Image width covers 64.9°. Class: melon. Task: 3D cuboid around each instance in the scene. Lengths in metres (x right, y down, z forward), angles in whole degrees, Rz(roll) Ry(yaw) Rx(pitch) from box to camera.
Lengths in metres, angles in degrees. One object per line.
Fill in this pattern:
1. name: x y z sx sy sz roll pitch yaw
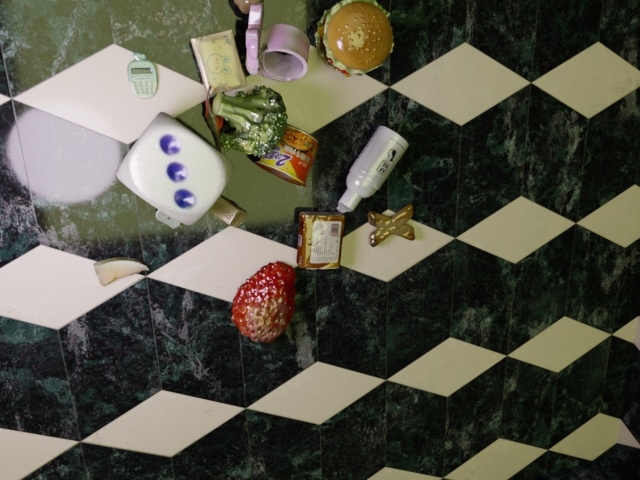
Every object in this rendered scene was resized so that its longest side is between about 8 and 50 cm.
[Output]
1. melon: -0.736 0.100 1.860 0.183 0.054 0.097 -20 117 -11

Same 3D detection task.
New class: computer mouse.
1. computer mouse: -0.563 -0.085 1.871 0.056 0.032 0.110 -49 124 2

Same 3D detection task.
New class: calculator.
1. calculator: -0.609 -0.562 1.720 0.095 0.021 0.152 -8 108 -16

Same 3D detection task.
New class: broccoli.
1. broccoli: -0.238 -0.406 1.730 0.260 0.288 0.235 -22 110 -33

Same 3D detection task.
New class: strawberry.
1. strawberry: -0.206 0.251 2.020 0.265 0.149 0.335 25 96 -21

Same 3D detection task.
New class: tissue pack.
1. tissue pack: 0.000 0.000 2.041 0.184 0.092 0.225 1 107 -18
2. tissue pack: -0.352 -0.616 1.747 0.149 0.092 0.196 -18 110 -11

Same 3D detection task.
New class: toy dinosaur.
1. toy dinosaur: -0.374 -0.417 1.790 0.056 0.101 0.279 -6 138 7

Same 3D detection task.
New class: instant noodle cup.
1. instant noodle cup: -0.113 -0.319 1.862 0.213 0.213 0.174 25 88 -22

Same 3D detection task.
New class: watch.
1. watch: -0.143 -0.667 1.720 0.218 0.248 0.210 6 73 -9

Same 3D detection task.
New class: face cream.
1. face cream: 0.190 -0.262 1.995 0.146 0.145 0.369 31 94 -23

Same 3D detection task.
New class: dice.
1. dice: -0.486 -0.238 1.696 0.304 0.304 0.276 36 92 -21

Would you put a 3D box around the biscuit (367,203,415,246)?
1. biscuit: 0.302 -0.064 2.142 0.208 0.047 0.164 -10 109 -15

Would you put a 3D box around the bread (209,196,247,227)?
1. bread: -0.370 -0.121 1.926 0.152 0.105 0.077 37 93 8

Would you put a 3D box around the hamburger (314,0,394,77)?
1. hamburger: 0.128 -0.726 1.801 0.275 0.212 0.274 -5 107 -16

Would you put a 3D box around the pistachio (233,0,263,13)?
1. pistachio: -0.225 -0.882 1.700 0.136 0.136 0.225 20 92 -22
